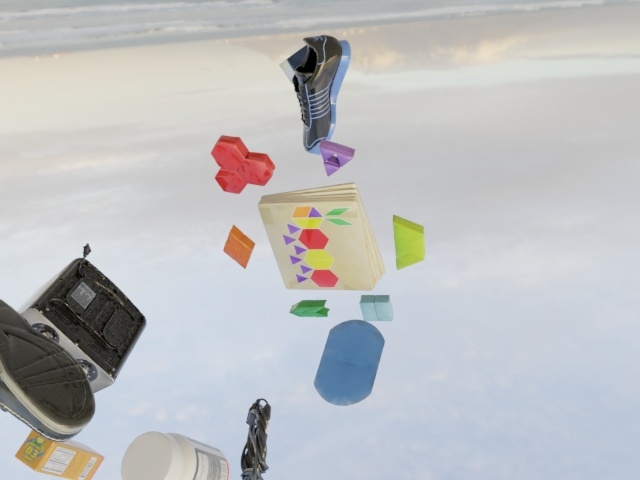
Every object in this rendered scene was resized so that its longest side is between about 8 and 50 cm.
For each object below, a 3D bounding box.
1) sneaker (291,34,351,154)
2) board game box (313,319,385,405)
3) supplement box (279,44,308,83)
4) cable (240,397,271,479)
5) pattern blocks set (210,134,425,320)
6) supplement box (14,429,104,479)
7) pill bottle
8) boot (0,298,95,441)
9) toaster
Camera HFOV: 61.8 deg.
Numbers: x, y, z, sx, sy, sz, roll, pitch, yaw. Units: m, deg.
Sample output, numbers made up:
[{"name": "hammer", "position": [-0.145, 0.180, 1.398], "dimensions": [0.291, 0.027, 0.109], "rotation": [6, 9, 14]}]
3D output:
[{"name": "sneaker", "position": [-0.015, -0.277, 1.031], "dimensions": [0.091, 0.232, 0.081], "rotation": [-2, -149, -28]}, {"name": "board game box", "position": [0.063, 0.237, 1.030], "dimensions": [0.133, 0.033, 0.168], "rotation": [1, -116, 39]}, {"name": "supplement box", "position": [-0.042, -0.421, 1.265], "dimensions": [0.083, 0.056, 0.083], "rotation": [-38, -163, -9]}, {"name": "cable", "position": [-0.128, 0.427, 1.090], "dimensions": [0.047, 0.184, 0.150], "rotation": [8, -151, -17]}, {"name": "pattern blocks set", "position": [0.000, 0.000, 0.738], "dimensions": [0.286, 0.324, 0.026], "rotation": [5, -136, 10]}, {"name": "supplement box", "position": [-0.631, 0.529, 1.308], "dimensions": [0.078, 0.233, 0.080], "rotation": [20, -117, 22]}, {"name": "pill bottle", "position": [-0.355, 0.570, 1.327], "dimensions": [0.161, 0.283, 0.161], "rotation": [-9, -122, 15]}, {"name": "boot", "position": [-0.369, 0.185, 0.599], "dimensions": [0.236, 0.178, 0.085], "rotation": [35, -170, 19]}, {"name": "toaster", "position": [-0.381, 0.131, 0.847], "dimensions": [0.110, 0.168, 0.185], "rotation": [-30, -158, 18]}]
